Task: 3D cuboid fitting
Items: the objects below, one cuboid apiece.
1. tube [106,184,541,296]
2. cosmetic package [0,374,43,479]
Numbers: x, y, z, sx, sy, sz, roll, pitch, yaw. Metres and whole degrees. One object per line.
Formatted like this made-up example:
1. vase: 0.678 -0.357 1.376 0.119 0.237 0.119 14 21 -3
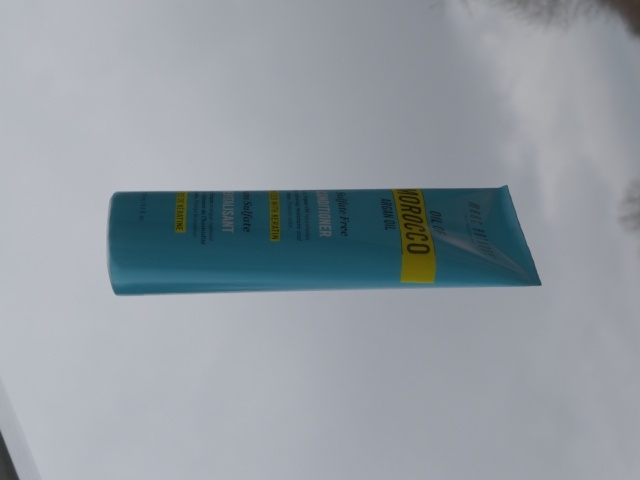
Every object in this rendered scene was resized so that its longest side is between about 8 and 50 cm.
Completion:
1. tube: 0.000 0.000 0.531 0.080 0.207 0.052 -95 5 -45
2. cosmetic package: -0.341 0.275 0.749 0.329 0.328 0.393 18 128 70
